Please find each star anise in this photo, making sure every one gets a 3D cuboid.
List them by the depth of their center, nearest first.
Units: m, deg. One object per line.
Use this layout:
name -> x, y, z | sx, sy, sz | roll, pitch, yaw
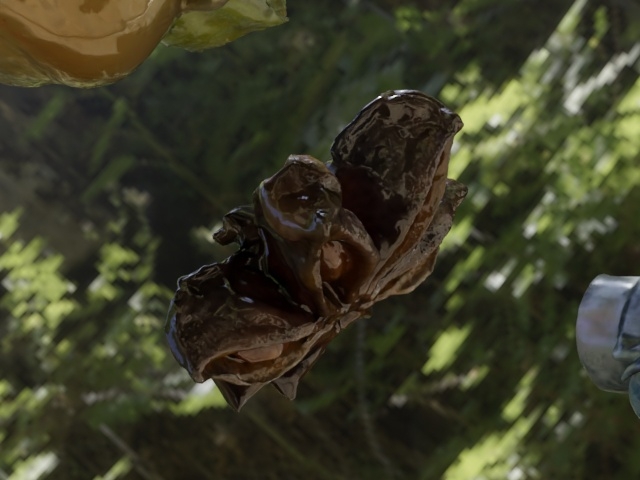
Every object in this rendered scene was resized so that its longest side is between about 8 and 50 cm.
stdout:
star anise -> -0.003, 0.000, 1.047 | 0.214, 0.099, 0.220 | -55, -17, 2

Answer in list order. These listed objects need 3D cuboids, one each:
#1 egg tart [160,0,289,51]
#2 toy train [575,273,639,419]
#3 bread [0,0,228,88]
egg tart -> -0.112, -0.199, 1.275 | 0.078, 0.197, 0.197 | -49, -22, 15
toy train -> 0.248, 0.069, 0.632 | 0.131, 0.299, 0.202 | -59, -45, -31
bread -> -0.165, -0.296, 0.998 | 0.253, 0.348, 0.376 | 32, -92, -35
